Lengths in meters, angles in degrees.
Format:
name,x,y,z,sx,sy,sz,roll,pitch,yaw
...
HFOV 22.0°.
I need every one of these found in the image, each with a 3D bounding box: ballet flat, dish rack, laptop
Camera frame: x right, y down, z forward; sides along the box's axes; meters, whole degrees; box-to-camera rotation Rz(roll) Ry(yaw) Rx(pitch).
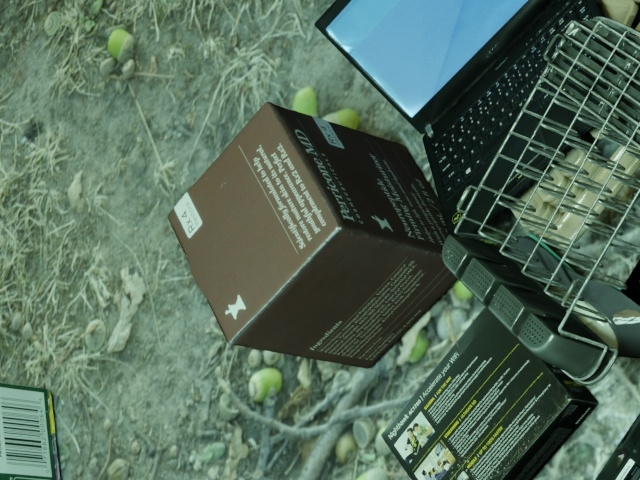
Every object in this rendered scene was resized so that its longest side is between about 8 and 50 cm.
name,x,y,z,sx,sy,sz,roll,pitch,yaw
ballet flat,0.220,0.062,1.440,0.203,0.074,0.074,36,105,45
dish rack,0.214,-0.043,1.359,0.271,0.074,0.208,-63,34,15
laptop,0.133,-0.172,1.523,0.234,0.136,0.264,-45,35,29

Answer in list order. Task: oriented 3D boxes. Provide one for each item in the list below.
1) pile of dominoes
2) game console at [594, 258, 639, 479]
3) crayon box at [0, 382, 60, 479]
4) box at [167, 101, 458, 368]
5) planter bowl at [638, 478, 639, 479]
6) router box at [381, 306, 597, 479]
name,x,y,z,sx,sy,sz,roll,pitch,yaw
pile of dominoes,0.258,-0.118,1.471,0.251,0.040,0.196,-52,34,18
game console,0.304,0.138,1.328,0.213,0.044,0.361,40,114,27
crayon box,-0.436,0.388,1.952,0.313,0.106,0.363,-26,63,36
box,0.000,0.000,1.571,0.167,0.203,0.168,-46,54,25
planter bowl,0.303,0.274,1.260,0.217,0.090,0.217,5,99,32
router box,0.150,0.164,1.501,0.179,0.046,0.133,-53,50,20
